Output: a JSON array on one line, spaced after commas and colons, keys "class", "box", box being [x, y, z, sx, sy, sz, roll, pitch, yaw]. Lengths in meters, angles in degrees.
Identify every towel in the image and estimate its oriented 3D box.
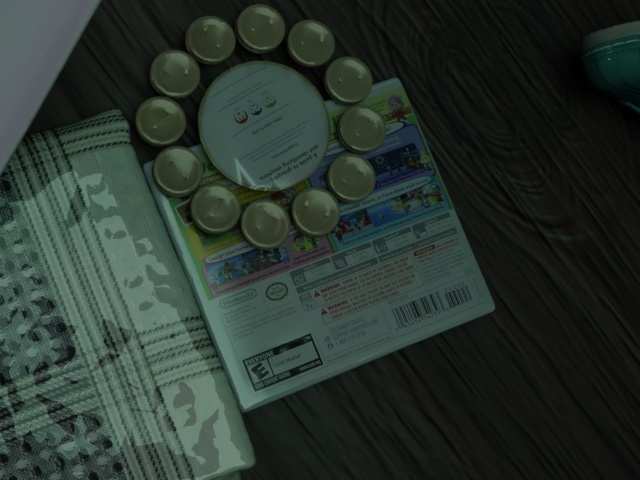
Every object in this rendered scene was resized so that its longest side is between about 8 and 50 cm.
[{"class": "towel", "box": [-0.224, 0.103, 0.992, 0.312, 0.056, 0.324, -19, 87, -16]}]

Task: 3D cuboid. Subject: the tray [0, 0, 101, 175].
[{"class": "tray", "box": [-0.234, -0.118, 0.920, 0.145, 0.030, 0.270, 35, 119, -4]}]

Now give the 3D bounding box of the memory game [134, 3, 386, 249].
[{"class": "memory game", "box": [-0.041, -0.084, 1.082, 0.186, 0.012, 0.186, 3, 76, -14]}]

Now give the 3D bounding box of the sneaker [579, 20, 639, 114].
[{"class": "sneaker", "box": [0.342, -0.094, 1.180, 0.302, 0.108, 0.121, 10, 78, -18]}]

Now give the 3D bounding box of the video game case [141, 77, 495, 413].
[{"class": "video game case", "box": [0.000, 0.000, 1.094, 0.212, 0.023, 0.193, -21, 84, -18]}]
